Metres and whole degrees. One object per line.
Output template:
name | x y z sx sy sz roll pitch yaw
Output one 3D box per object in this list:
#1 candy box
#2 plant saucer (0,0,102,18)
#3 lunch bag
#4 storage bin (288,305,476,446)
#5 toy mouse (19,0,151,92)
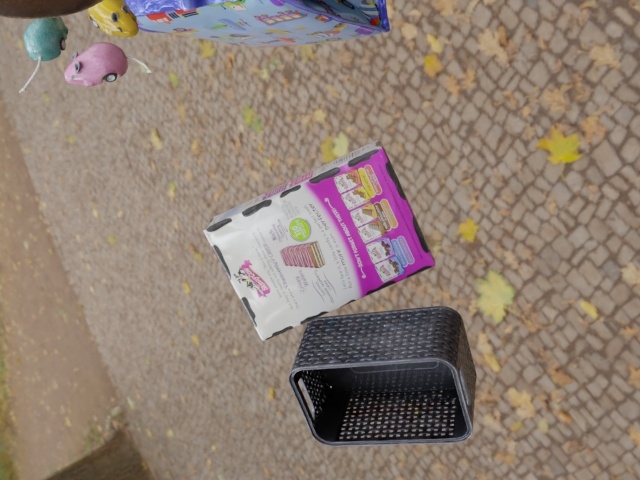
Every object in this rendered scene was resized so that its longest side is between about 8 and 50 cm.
candy box | 0.000 0.000 0.897 0.071 0.233 0.159 -85 -29 -75
plant saucer | -0.270 -0.307 0.543 0.050 0.310 0.311 -35 79 41
lunch bag | -0.078 -0.290 0.879 0.221 0.293 0.138 2 110 28
storage bin | 0.070 0.148 0.800 0.180 0.084 0.122 -8 122 19
toy mouse | -0.244 -0.196 0.733 0.161 0.143 0.031 43 160 22
